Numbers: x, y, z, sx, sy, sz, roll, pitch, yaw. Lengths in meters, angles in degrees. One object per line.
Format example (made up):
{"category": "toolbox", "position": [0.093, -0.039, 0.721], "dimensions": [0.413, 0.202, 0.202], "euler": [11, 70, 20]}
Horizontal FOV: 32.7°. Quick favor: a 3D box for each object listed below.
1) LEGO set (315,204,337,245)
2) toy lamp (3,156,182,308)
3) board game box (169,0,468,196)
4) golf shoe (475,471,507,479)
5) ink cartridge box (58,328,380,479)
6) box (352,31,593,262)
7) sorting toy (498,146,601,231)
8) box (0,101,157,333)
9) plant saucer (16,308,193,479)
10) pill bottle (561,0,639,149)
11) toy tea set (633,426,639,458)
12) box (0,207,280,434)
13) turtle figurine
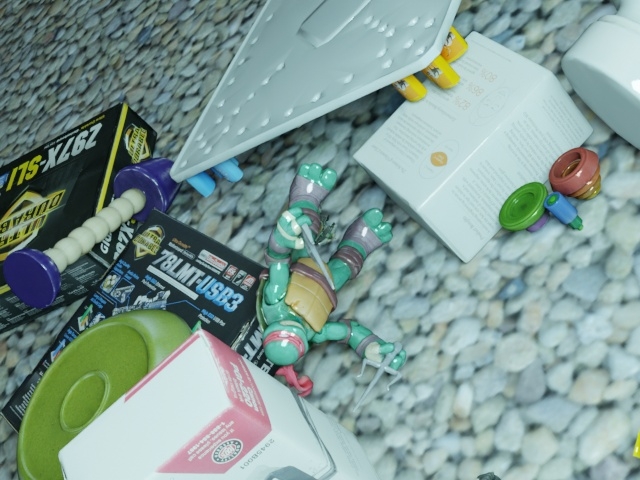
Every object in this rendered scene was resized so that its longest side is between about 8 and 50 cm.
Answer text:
{"category": "LEGO set", "position": [-0.002, 0.001, 1.138], "dimensions": [0.054, 0.023, 0.083], "euler": [8, 77, 50]}
{"category": "toy lamp", "position": [-0.253, -0.022, 1.272], "dimensions": [0.080, 0.080, 0.274], "euler": [-15, 18, 35]}
{"category": "board game box", "position": [0.038, -0.243, 1.202], "dimensions": [0.390, 0.050, 0.390], "euler": [-20, 36, 43]}
{"category": "golf shoe", "position": [0.076, 0.256, 0.791], "dimensions": [0.094, 0.077, 0.198], "euler": [2, 58, 45]}
{"category": "ink cartridge box", "position": [-0.071, 0.192, 0.872], "dimensions": [0.158, 0.218, 0.092], "euler": [-41, 43, 9]}
{"category": "box", "position": [0.139, -0.089, 1.018], "dimensions": [0.170, 0.091, 0.130], "euler": [-46, 38, 2]}
{"category": "sorting toy", "position": [0.207, -0.034, 0.950], "dimensions": [0.102, 0.042, 0.061], "euler": [-41, 27, 18]}
{"category": "box", "position": [-0.375, -0.018, 1.466], "dimensions": [0.322, 0.079, 0.257], "euler": [-22, 43, 30]}
{"category": "plant saucer", "position": [-0.221, 0.165, 1.075], "dimensions": [0.241, 0.037, 0.241], "euler": [-25, 44, 27]}
{"category": "pill bottle", "position": [0.345, -0.217, 0.862], "dimensions": [0.318, 0.176, 0.176], "euler": [-48, 38, 0]}
{"category": "toy tea set", "position": [0.238, 0.215, 0.629], "dimensions": [0.200, 0.124, 0.336], "euler": [-4, 55, 42]}
{"category": "box", "position": [-0.179, 0.130, 1.150], "dimensions": [0.293, 0.073, 0.295], "euler": [-54, 38, -9]}
{"category": "turtle figurine", "position": [-0.004, 0.040, 0.984], "dimensions": [0.118, 0.175, 0.234], "euler": [-19, 33, 26]}
